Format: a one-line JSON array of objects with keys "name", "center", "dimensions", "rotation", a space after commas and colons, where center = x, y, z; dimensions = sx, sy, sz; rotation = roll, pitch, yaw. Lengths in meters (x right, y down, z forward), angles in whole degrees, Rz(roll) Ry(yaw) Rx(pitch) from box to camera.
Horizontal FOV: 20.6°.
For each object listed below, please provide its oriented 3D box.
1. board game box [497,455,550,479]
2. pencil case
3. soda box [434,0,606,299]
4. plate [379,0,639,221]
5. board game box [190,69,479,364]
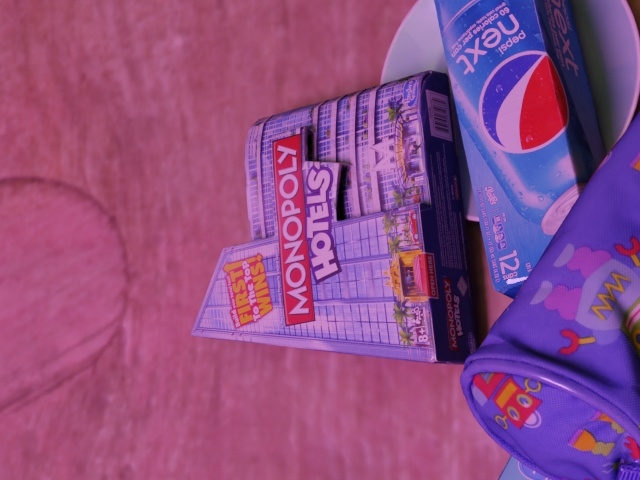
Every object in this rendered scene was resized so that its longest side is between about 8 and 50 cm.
[{"name": "board game box", "center": [0.134, 0.290, 0.940], "dimensions": [0.254, 0.079, 0.336], "rotation": [23, 82, 56]}, {"name": "pencil case", "center": [0.206, 0.000, 0.964], "dimensions": [0.133, 0.119, 0.306], "rotation": [30, 68, 21]}, {"name": "soda box", "center": [0.129, -0.068, 1.085], "dimensions": [0.067, 0.071, 0.210], "rotation": [-20, 67, 26]}, {"name": "plate", "center": [0.125, -0.101, 1.154], "dimensions": [0.188, 0.024, 0.188], "rotation": [-8, 74, 29]}, {"name": "board game box", "center": [0.000, 0.000, 1.165], "dimensions": [0.194, 0.060, 0.194], "rotation": [-13, 77, 34]}]
